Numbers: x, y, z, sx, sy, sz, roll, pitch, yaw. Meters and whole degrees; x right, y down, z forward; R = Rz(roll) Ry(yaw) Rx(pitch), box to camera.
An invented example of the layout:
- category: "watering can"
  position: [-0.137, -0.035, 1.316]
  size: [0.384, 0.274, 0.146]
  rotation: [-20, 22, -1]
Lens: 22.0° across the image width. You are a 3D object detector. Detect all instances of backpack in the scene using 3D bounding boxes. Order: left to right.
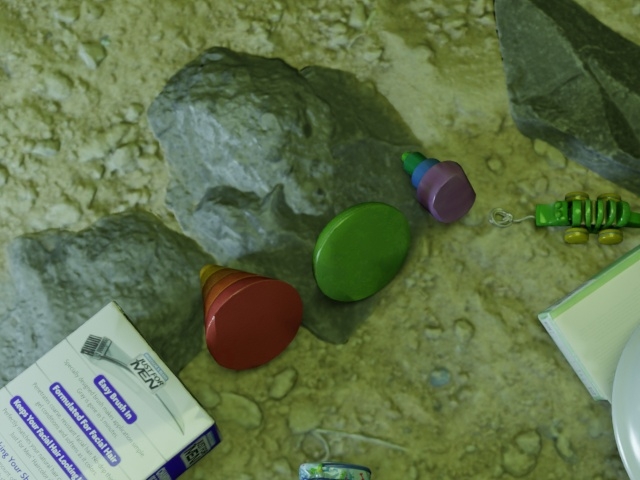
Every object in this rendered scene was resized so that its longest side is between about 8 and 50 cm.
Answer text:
- category: "backpack"
  position: [0.021, 0.284, 1.778]
  size: [0.114, 0.105, 0.084]
  rotation: [8, 72, 1]

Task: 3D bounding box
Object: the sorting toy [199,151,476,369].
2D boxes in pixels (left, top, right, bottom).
- category: "sorting toy"
  position: [0.000, 0.000, 1.896]
  size: [0.365, 0.127, 0.126]
  rotation: [-33, 44, -13]

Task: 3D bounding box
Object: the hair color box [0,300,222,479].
- category: "hair color box"
  position: [-0.295, 0.248, 1.796]
  size: [0.339, 0.110, 0.185]
  rotation: [-39, 74, -10]

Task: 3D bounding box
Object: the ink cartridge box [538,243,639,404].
- category: "ink cartridge box"
  position: [0.381, 0.133, 1.851]
  size: [0.171, 0.056, 0.235]
  rotation: [-34, 88, -9]

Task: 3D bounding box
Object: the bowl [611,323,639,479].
- category: "bowl"
  position: [0.471, 0.180, 1.745]
  size: [0.298, 0.134, 0.298]
  rotation: [6, 72, -18]

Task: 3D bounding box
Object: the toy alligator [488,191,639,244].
- category: "toy alligator"
  position: [0.291, -0.030, 1.908]
  size: [0.189, 0.051, 0.056]
  rotation: [2, 71, 2]
